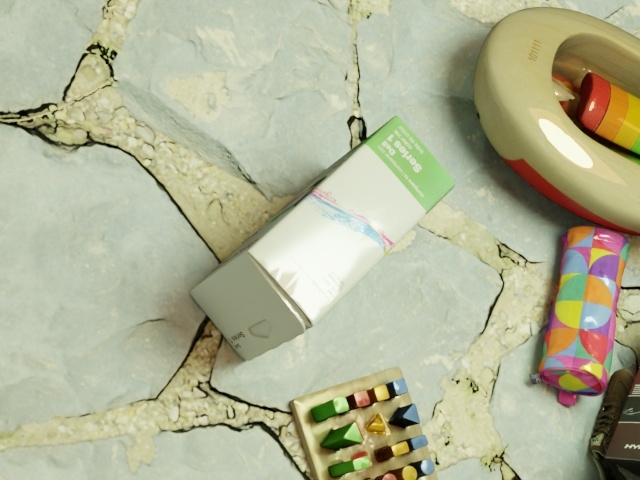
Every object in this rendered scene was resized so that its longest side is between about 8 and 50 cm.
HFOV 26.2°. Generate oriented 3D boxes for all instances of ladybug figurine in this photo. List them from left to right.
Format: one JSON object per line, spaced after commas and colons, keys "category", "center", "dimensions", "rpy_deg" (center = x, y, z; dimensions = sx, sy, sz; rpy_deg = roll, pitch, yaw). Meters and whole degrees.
{"category": "ladybug figurine", "center": [0.395, -0.144, 1.907], "dimensions": [0.449, 0.162, 0.305], "rpy_deg": [29, 54, -12]}

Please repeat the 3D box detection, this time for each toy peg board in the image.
{"category": "toy peg board", "center": [0.069, 0.245, 1.682], "dimensions": [0.160, 0.079, 0.161], "rpy_deg": [-14, 81, -29]}

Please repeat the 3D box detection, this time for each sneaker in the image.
{"category": "sneaker", "center": [0.399, 0.263, 1.848], "dimensions": [0.071, 0.066, 0.188], "rpy_deg": [7, 71, -24]}

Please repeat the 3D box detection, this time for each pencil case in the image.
{"category": "pencil case", "center": [0.356, 0.098, 1.863], "dimensions": [0.104, 0.104, 0.236], "rpy_deg": [25, 65, -18]}

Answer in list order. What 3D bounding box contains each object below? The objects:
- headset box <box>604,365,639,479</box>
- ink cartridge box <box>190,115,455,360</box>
{"category": "headset box", "center": [0.507, 0.240, 1.828], "dimensions": [0.218, 0.110, 0.293], "rpy_deg": [56, 49, -32]}
{"category": "ink cartridge box", "center": [0.000, 0.000, 1.652], "dimensions": [0.117, 0.201, 0.278], "rpy_deg": [49, 60, -4]}
